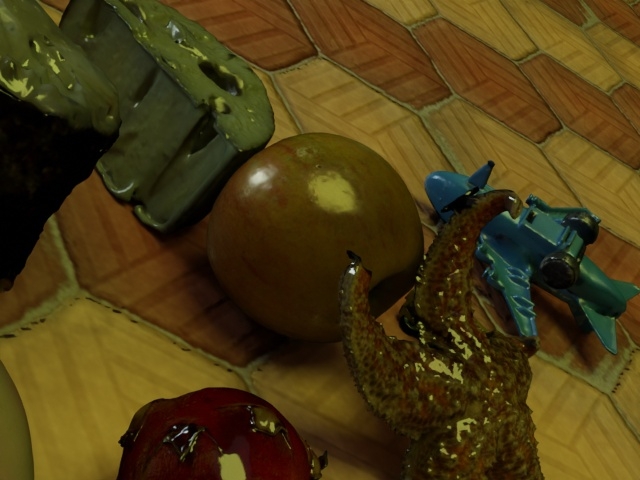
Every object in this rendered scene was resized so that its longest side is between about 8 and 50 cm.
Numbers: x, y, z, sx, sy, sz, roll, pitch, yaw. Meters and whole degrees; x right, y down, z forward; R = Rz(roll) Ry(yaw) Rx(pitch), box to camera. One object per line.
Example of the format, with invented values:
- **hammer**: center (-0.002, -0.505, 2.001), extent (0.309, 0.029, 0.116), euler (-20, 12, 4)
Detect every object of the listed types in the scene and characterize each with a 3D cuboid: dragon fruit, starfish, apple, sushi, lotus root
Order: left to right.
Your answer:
- **sushi**: center (-0.306, -0.129, 0.829), extent (0.348, 0.207, 0.234), euler (39, 17, -11)
- **lotus root**: center (-0.136, -0.118, 1.080), extent (0.138, 0.119, 0.235), euler (-4, 49, -51)
- **dragon fruit**: center (-0.053, 0.156, 0.806), extent (0.246, 0.125, 0.125), euler (2, 72, -68)
- **apple**: center (0.000, 0.000, 1.012), extent (0.155, 0.182, 0.182), euler (50, 31, 14)
- **starfish**: center (0.126, 0.108, 0.993), extent (0.312, 0.113, 0.303), euler (-1, 83, -55)

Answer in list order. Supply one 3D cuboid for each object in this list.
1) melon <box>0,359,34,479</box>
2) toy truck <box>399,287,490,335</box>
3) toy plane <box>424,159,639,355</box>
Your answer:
- **melon**: center (-0.255, 0.123, 0.494), extent (0.223, 0.223, 0.317), euler (46, 31, 13)
- **toy truck**: center (0.117, 0.077, 1.163), extent (0.083, 0.049, 0.054), euler (46, 28, 11)
- **toy plane**: center (0.231, 0.007, 1.345), extent (0.271, 0.105, 0.254), euler (41, 43, -4)
